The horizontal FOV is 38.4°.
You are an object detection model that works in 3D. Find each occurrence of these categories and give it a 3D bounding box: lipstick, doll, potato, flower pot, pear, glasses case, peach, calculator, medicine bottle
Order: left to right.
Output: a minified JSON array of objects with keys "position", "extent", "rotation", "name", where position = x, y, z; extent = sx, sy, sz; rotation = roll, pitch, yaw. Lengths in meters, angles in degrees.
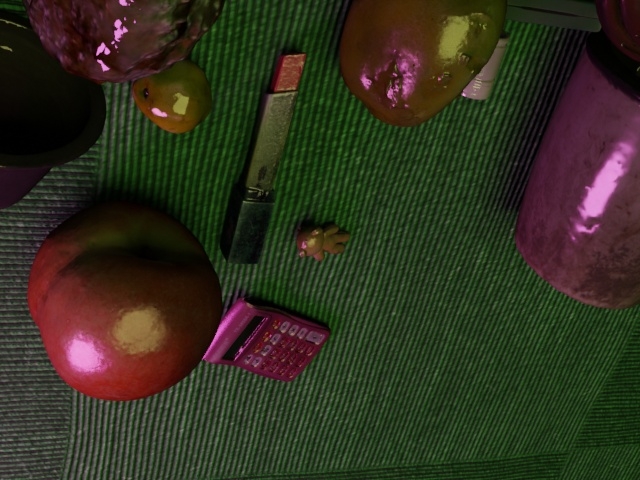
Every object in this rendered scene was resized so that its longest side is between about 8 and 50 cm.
[{"position":[-0.372,-0.129,1.017],"extent":[0.235,0.235,0.148],"rotation":[12,139,-27],"name":"flower pot"},{"position":[-0.250,0.083,1.173],"extent":[0.252,0.252,0.252],"rotation":[-10,127,-14],"name":"peach"},{"position":[-0.180,-0.174,1.117],"extent":[0.097,0.092,0.092],"rotation":[-3,125,-20],"name":"pear"},{"position":[-0.076,-0.111,1.226],"extent":[0.051,0.051,0.312],"rotation":[4,120,-22],"name":"lipstick"},{"position":[-0.084,0.155,1.424],"extent":[0.190,0.034,0.126],"rotation":[23,113,-38],"name":"calculator"},{"position":[0.005,0.005,1.337],"extent":[0.093,0.051,0.061],"rotation":[15,111,-30],"name":"doll"},{"position":[0.120,-0.255,1.110],"extent":[0.149,0.186,0.253],"rotation":[-4,123,-37],"name":"potato"},{"position":[0.215,-0.241,1.235],"extent":[0.057,0.057,0.089],"rotation":[1,123,-22],"name":"medicine bottle"},{"position":[0.280,-0.312,1.195],"extent":[0.184,0.077,0.039],"rotation":[2,124,-22],"name":"glasses case"},{"position":[0.437,-0.093,1.297],"extent":[0.294,0.293,0.330],"rotation":[5,129,-24],"name":"flower pot"}]

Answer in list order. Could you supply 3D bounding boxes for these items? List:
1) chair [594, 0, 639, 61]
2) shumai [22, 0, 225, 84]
[{"position":[0.329,-0.339,0.989],"extent":[0.227,0.401,0.226],"rotation":[-10,125,-14],"name":"chair"},{"position":[-0.119,-0.371,0.885],"extent":[0.348,0.395,0.395],"rotation":[-18,131,-34],"name":"shumai"}]
